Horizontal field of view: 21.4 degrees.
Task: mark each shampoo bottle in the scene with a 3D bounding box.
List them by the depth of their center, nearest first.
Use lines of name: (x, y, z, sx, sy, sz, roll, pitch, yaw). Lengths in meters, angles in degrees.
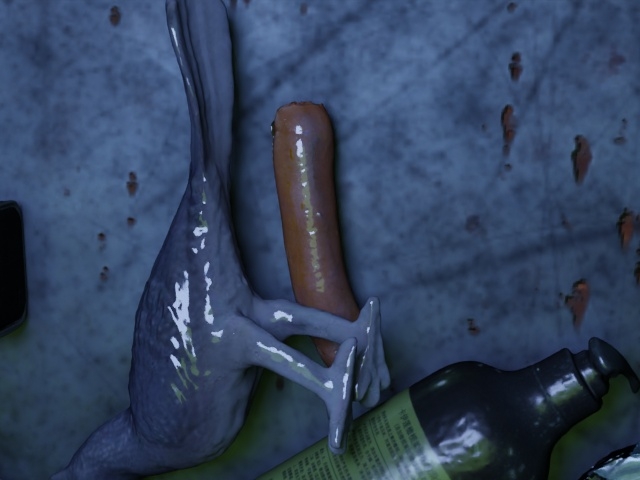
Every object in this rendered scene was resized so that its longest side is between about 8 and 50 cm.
shampoo bottle: (0.062, 0.143, 1.036, 0.284, 0.101, 0.101, -32, 92, 10)

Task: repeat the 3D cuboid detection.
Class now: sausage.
sausage: (0.001, 0.000, 1.058, 0.047, 0.040, 0.177, -14, 97, -32)

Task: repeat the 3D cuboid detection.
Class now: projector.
projector: (-0.236, 0.018, 1.067, 0.082, 0.083, 0.083, -2, 97, 7)

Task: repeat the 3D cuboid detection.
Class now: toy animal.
toy animal: (-0.055, 0.052, 1.027, 0.206, 0.081, 0.367, 24, 107, 22)

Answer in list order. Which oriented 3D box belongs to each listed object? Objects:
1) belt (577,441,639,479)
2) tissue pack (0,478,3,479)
belt: (0.203, 0.178, 1.046, 0.140, 0.058, 0.105, -31, 86, 13)
tissue pack: (-0.256, 0.281, 1.050, 0.124, 0.185, 0.225, -4, 96, 11)
